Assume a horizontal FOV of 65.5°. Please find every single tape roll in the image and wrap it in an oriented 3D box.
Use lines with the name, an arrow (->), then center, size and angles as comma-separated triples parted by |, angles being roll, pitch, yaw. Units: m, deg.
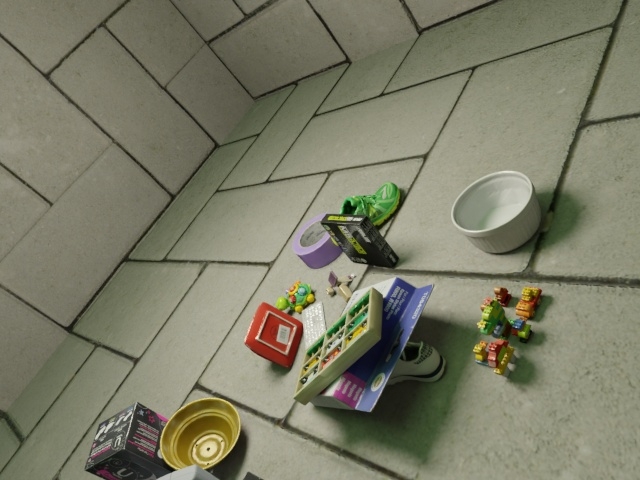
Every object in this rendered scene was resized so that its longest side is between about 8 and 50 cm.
tape roll -> 0.000, 0.000, 1.714 | 0.189, 0.080, 0.189 | -31, 32, 21

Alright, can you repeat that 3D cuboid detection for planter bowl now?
planter bowl -> -0.313, 0.544, 1.347 | 0.217, 0.090, 0.217 | -6, 36, 4

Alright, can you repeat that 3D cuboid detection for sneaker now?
sneaker -> 0.144, -0.103, 1.615 | 0.295, 0.123, 0.109 | -42, 26, -19
sneaker -> 0.167, 0.276, 1.153 | 0.235, 0.095, 0.090 | -21, 38, 37

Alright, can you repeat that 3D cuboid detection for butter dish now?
butter dish -> -0.152, 0.294, 1.481 | 0.118, 0.160, 0.160 | -46, 19, 46

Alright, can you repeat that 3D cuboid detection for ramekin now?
ramekin -> 0.445, -0.064, 1.243 | 0.207, 0.109, 0.207 | -29, 33, 21

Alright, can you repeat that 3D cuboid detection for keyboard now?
keyboard -> -0.014, 0.277, 1.444 | 0.072, 0.014, 0.256 | -34, 32, 16

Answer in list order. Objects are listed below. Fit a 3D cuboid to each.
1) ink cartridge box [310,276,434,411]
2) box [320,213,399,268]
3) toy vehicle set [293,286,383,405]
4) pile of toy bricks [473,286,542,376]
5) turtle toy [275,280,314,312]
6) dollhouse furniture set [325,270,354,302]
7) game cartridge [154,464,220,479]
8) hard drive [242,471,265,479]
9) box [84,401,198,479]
ink cartridge box -> 0.097, 0.241, 1.188 | 0.324, 0.071, 0.330 | -57, 8, -25
box -> 0.114, 0.000, 1.470 | 0.184, 0.191, 0.045 | 10, 56, 53
toy vehicle set -> 0.042, 0.241, 1.143 | 0.267, 0.035, 0.166 | -48, 12, 25
pile of toy bricks -> 0.371, 0.163, 1.043 | 0.118, 0.105, 0.212 | 5, 54, 52
turtle toy -> -0.083, 0.181, 1.593 | 0.130, 0.066, 0.095 | -41, 30, 3
dollhouse furniture set -> 0.083, 0.151, 1.495 | 0.081, 0.091, 0.114 | -12, 45, -29
game cartridge -> -0.358, 0.655, 1.186 | 0.297, 0.198, 0.062 | -36, 31, 12
hard drive -> -0.156, 0.690, 1.037 | 0.237, 0.064, 0.339 | -4, 47, 48
box -> -0.477, 0.586, 1.361 | 0.163, 0.247, 0.142 | -32, 32, 18
